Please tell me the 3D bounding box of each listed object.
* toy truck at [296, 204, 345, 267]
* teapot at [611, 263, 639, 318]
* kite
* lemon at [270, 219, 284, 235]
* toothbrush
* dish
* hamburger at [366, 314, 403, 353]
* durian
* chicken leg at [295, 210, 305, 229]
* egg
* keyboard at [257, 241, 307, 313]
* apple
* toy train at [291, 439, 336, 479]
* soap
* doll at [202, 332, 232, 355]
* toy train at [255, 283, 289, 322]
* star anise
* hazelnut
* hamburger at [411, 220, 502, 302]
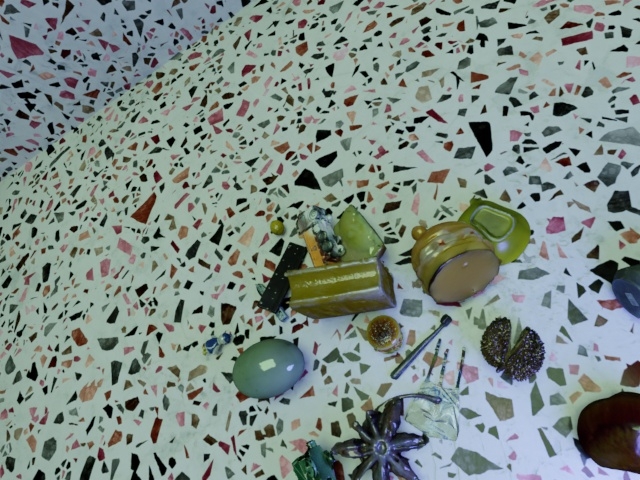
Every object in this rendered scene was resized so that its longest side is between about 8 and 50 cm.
[{"bbox_3d":[0.000,0.000,1.610,0.135,0.114,0.271,-38,56,29],"label":"toy truck"},{"bbox_3d":[1.005,0.129,1.197,0.225,0.171,0.203,-29,93,1],"label":"teapot"},{"bbox_3d":[0.407,0.492,1.365,0.169,0.015,0.310,18,79,27],"label":"kite"},{"bbox_3d":[-0.189,-0.057,1.803,0.062,0.062,0.083,-44,60,1],"label":"lemon"},{"bbox_3d":[0.346,0.369,1.432,0.297,0.030,0.030,-47,34,0],"label":"toothbrush"},{"bbox_3d":[0.598,-0.050,1.454,0.221,0.108,0.262,-48,60,-3],"label":"dish"},{"bbox_3d":[0.227,0.334,1.463,0.126,0.081,0.141,-20,62,13],"label":"hamburger"},{"bbox_3d":[0.580,0.336,1.264,0.195,0.167,0.196,-13,30,8],"label":"durian"},{"bbox_3d":[-0.049,-0.032,1.741,0.084,0.069,0.198,-18,68,-11],"label":"chicken leg"},{"bbox_3d":[-0.191,0.466,1.510,0.282,0.203,0.203,-20,63,17],"label":"egg"},{"bbox_3d":[-0.150,0.148,1.699,0.100,0.018,0.310,16,66,23],"label":"keyboard"},{"bbox_3d":[0.143,0.014,1.610,0.193,0.120,0.265,-47,49,15],"label":"apple"},{"bbox_3d":[0.005,0.784,1.318,0.270,0.115,0.154,58,141,29],"label":"toy train"},{"bbox_3d":[0.082,0.174,1.468,0.334,0.293,0.156,-12,65,16],"label":"soap"},{"bbox_3d":[-0.426,0.423,1.709,0.142,0.058,0.099,-32,40,6],"label":"doll"},{"bbox_3d":[-0.202,0.247,1.695,0.047,0.043,0.207,-42,60,-2],"label":"toy train"},{"bbox_3d":[0.214,0.656,1.324,0.358,0.139,0.316,-2,76,5],"label":"star anise"},{"bbox_3d":[0.818,0.502,1.094,0.251,0.217,0.217,-30,58,35],"label":"hazelnut"},{"bbox_3d":[0.433,0.055,1.399,0.276,0.276,0.237,-33,42,7],"label":"hamburger"}]
